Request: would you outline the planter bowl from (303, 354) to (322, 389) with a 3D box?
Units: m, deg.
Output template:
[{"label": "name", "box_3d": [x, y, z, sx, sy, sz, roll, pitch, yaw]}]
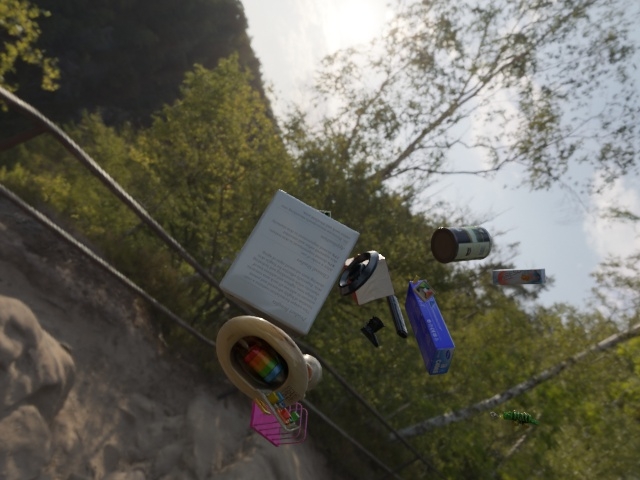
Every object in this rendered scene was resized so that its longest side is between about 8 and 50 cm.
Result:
[{"label": "planter bowl", "box_3d": [-0.076, 0.600, 2.127, 0.162, 0.162, 0.109, 62, -3, 14]}]

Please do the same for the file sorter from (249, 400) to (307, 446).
[{"label": "file sorter", "box_3d": [-0.209, 0.921, 2.468, 0.202, 0.183, 0.290, -87, 155, -43]}]

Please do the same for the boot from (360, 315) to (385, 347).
[{"label": "boot", "box_3d": [0.249, 0.409, 2.122, 0.121, 0.099, 0.045, 50, -8, 4]}]

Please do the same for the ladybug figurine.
[{"label": "ladybug figurine", "box_3d": [-0.230, 0.494, 1.958, 0.449, 0.305, 0.162, 48, 8, -3]}]

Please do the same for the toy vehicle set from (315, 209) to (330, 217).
[{"label": "toy vehicle set", "box_3d": [0.000, 0.000, 2.092, 0.166, 0.035, 0.266, -4, 93, -65]}]

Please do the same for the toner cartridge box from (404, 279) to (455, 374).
[{"label": "toner cartridge box", "box_3d": [0.423, 0.335, 1.859, 0.347, 0.075, 0.165, -102, -171, -48]}]

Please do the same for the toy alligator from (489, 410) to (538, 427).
[{"label": "toy alligator", "box_3d": [0.804, 0.732, 1.955, 0.051, 0.190, 0.056, 75, 29, -41]}]

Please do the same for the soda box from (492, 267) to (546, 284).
[{"label": "soda box", "box_3d": [0.759, 0.139, 1.805, 0.183, 0.063, 0.058, -7, -94, 43]}]

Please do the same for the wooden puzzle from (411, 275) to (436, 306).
[{"label": "wooden puzzle", "box_3d": [0.385, 0.186, 1.749, 0.116, 0.079, 0.014, 42, -35, 11]}]

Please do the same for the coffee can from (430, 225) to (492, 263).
[{"label": "coffee can", "box_3d": [0.795, 0.022, 2.662, 0.202, 0.276, 0.201, 10, -79, 61]}]

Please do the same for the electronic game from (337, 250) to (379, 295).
[{"label": "electronic game", "box_3d": [0.153, 0.132, 1.913, 0.048, 0.229, 0.229, 42, 0, -14]}]

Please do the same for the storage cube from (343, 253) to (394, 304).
[{"label": "storage cube", "box_3d": [0.225, 0.178, 2.264, 0.193, 0.184, 0.214, -134, -151, -79]}]

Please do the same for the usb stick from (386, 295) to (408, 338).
[{"label": "usb stick", "box_3d": [0.403, 0.395, 2.486, 0.077, 0.045, 0.277, 42, 23, -32]}]

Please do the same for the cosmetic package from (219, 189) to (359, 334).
[{"label": "cosmetic package", "box_3d": [-0.115, 0.097, 1.694, 0.330, 0.393, 0.327, 30, -15, -1]}]

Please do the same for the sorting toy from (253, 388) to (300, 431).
[{"label": "sorting toy", "box_3d": [-0.147, 0.604, 1.709, 0.196, 0.047, 0.347, 46, -6, 18]}]
